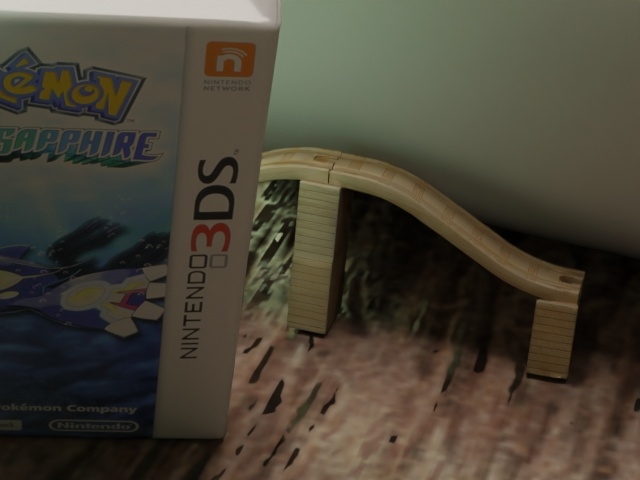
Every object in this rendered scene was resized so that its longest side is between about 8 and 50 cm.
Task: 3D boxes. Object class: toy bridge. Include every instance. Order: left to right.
[{"bbox_3d":[0.000,0.000,0.674,0.188,0.063,0.026,11,27,11],"label":"toy bridge"}]

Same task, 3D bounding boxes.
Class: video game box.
[{"bbox_3d":[-0.119,-0.012,0.539,0.205,0.187,0.048,1,48,-7],"label":"video game box"}]

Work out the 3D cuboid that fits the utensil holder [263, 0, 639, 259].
[{"bbox_3d":[0.164,-0.141,0.711,0.386,0.327,0.327,12,26,21],"label":"utensil holder"}]
